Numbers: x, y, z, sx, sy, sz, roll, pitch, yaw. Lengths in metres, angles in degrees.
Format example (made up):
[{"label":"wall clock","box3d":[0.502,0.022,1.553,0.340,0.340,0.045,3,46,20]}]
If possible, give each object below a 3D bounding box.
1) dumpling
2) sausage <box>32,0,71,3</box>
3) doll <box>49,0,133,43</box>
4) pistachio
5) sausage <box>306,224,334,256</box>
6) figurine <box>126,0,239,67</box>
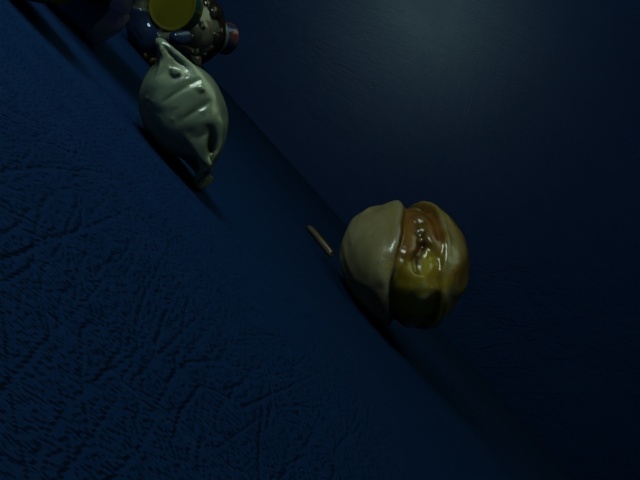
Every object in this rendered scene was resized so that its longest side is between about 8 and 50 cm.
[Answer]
[{"label":"dumpling","box3d":[-0.164,-0.151,1.308,0.169,0.100,0.134,50,-10,-2]},{"label":"sausage","box3d":[-0.370,-0.395,1.260,0.347,0.123,0.123,49,5,14]},{"label":"doll","box3d":[-0.278,-0.453,1.472,0.284,0.310,0.240,50,7,31]},{"label":"pistachio","box3d":[0.142,0.043,1.902,0.230,0.230,0.309,46,9,-19]},{"label":"sausage","box3d":[0.000,0.000,2.102,0.100,0.015,0.015,51,5,39]},{"label":"figurine","box3d":[-0.256,-0.410,2.081,0.161,0.158,0.275,57,16,4]}]
